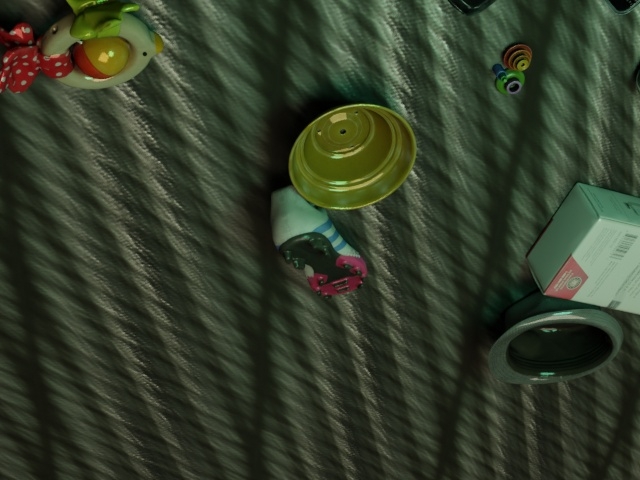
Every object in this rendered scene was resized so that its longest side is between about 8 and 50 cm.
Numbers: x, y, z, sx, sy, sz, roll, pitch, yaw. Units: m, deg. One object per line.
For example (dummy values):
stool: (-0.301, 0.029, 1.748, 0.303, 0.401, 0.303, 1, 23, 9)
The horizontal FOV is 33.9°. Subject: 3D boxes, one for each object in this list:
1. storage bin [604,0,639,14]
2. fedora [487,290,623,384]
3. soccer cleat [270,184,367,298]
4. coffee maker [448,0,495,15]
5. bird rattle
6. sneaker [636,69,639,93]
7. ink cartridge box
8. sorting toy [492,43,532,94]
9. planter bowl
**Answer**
storage bin: (0.489, -0.457, 1.625, 0.180, 0.084, 0.122, -41, 128, 20)
fedora: (0.472, 0.183, 2.152, 0.276, 0.124, 0.243, -12, 137, 10)
soccer cleat: (0.000, 0.000, 1.893, 0.116, 0.143, 0.331, -20, 156, 10)
coffee maker: (0.195, -0.407, 1.527, 0.120, 0.178, 0.171, 15, 125, -25)
bird rattle: (-0.348, -0.278, 1.541, 0.253, 0.143, 0.207, -37, 146, 22)
sneaker: (0.664, -0.318, 1.782, 0.267, 0.106, 0.101, -33, 132, 17)
ink cartridge box: (0.582, 0.024, 2.052, 0.283, 0.117, 0.207, 12, 127, -23)
sorting toy: (0.324, -0.280, 1.766, 0.061, 0.042, 0.102, -5, 132, -10)
planter bowl: (0.046, -0.161, 1.765, 0.217, 0.090, 0.217, -7, 132, -8)
